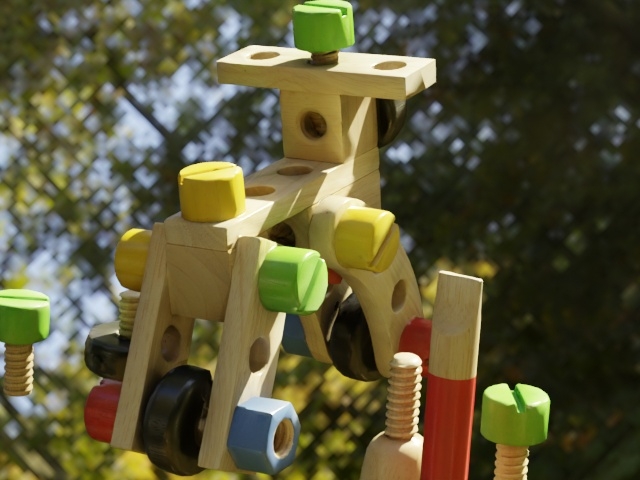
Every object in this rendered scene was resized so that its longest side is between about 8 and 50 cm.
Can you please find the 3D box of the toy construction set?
[{"bbox_3d":[0.000,0.000,1.038,0.257,0.309,0.237,-7,-71,-34],"label":"toy construction set"}]
